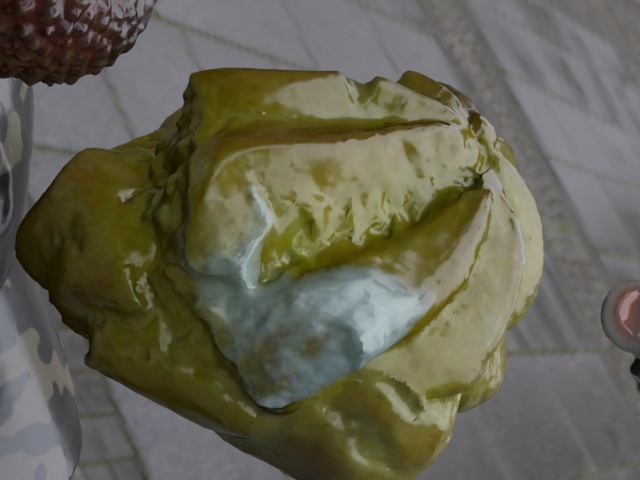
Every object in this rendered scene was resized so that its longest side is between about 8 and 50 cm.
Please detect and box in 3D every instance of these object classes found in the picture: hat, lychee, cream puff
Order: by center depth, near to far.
[{"bbox_3d":[-0.162,-0.174,0.950,0.165,0.197,0.165,3,90,-73],"label":"lychee"},{"bbox_3d":[0.000,0.000,1.131,0.378,0.276,0.378,26,8,-4],"label":"cream puff"},{"bbox_3d":[-0.277,0.025,1.233,0.382,0.257,0.366,53,45,-7],"label":"hat"}]

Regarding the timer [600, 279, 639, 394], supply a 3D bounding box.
[{"bbox_3d":[0.245,-0.015,0.526,0.291,0.315,0.291,60,-8,13],"label":"timer"}]
